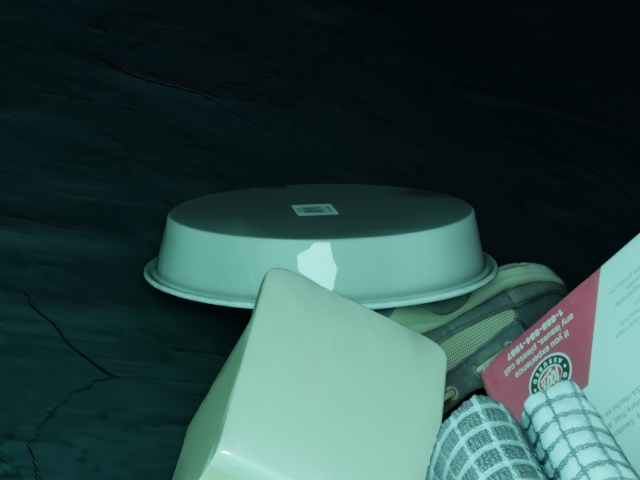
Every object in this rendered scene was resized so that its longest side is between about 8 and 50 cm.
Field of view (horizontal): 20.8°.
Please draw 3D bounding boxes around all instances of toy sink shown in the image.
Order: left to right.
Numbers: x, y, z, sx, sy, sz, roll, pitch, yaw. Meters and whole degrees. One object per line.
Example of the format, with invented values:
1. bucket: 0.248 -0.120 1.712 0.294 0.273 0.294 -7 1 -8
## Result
1. toy sink: -0.013 0.153 1.220 0.152 0.131 0.234 26 30 -9

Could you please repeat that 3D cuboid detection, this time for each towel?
1. towel: 0.147 0.262 1.042 0.121 0.284 0.235 -12 33 -11

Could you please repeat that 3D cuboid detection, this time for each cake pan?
1. cake pan: 0.000 0.000 1.439 0.293 0.054 0.293 -1 12 0

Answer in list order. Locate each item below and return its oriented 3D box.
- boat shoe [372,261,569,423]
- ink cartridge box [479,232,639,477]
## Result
1. boat shoe: 0.103 0.112 1.453 0.355 0.132 0.130 -13 75 -48
2. ink cartridge box: 0.306 0.184 1.233 0.160 0.279 0.385 22 38 -37
